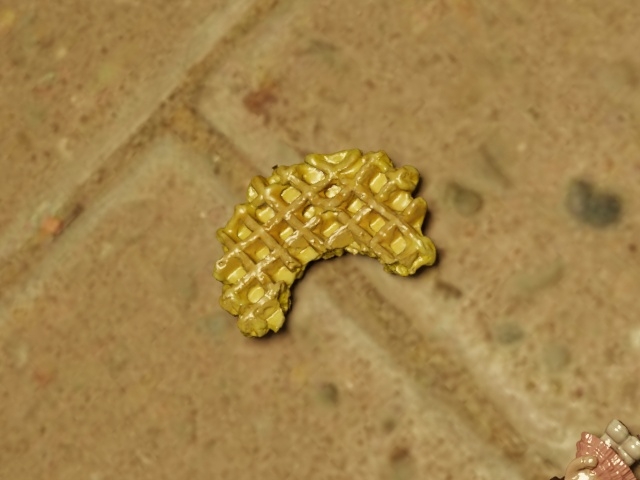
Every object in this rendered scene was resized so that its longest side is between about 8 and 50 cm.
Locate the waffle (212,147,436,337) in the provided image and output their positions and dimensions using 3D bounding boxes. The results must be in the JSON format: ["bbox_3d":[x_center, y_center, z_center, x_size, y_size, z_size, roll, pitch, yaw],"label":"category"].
[{"bbox_3d":[0.001,0.001,1.441,0.194,0.051,0.149,-12,69,14],"label":"waffle"}]

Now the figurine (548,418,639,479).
[{"bbox_3d":[0.206,0.201,1.323,0.072,0.054,0.129,43,84,8],"label":"figurine"}]
